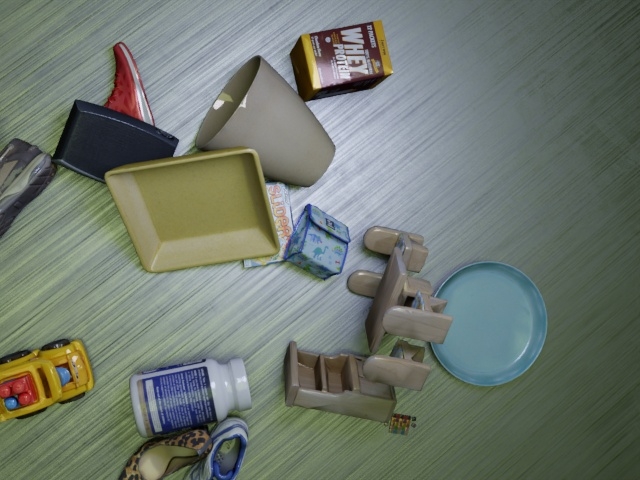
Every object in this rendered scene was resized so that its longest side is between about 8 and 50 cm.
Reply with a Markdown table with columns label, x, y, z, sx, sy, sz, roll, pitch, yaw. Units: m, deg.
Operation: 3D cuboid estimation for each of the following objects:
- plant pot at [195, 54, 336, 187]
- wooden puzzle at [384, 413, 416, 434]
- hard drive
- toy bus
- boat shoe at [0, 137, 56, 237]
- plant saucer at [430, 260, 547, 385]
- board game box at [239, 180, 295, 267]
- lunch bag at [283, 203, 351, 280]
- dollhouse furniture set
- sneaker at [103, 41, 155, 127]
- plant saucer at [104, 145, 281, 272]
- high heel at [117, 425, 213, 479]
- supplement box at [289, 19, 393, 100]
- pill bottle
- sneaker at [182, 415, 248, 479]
| label | x | y | z | sx | sy | sz | roll | pitch | yaw |
| --- | --- | --- | --- | --- | --- | --- | --- | --- | --- |
| plant pot | -0.109 | -0.247 | 1.898 | 0.274 | 0.256 | 0.256 | 34 | 85 | -23 |
| wooden puzzle | 0.202 | 0.466 | 2.051 | 0.083 | 0.006 | 0.049 | 11 | 88 | -10 |
| hard drive | -0.467 | -0.205 | 1.865 | 0.255 | 0.054 | 0.171 | 20 | 101 | -27 |
| toy bus | -0.633 | 0.317 | 1.809 | 0.220 | 0.211 | 0.149 | -17 | 91 | -11 |
| boat shoe | -0.763 | -0.086 | 1.840 | 0.130 | 0.132 | 0.355 | 40 | 75 | 2 |
| plant saucer | 0.423 | 0.211 | 2.071 | 0.318 | 0.044 | 0.317 | 0 | 89 | -10 |
| board game box | -0.135 | -0.042 | 1.979 | 0.136 | 0.035 | 0.201 | -9 | 92 | -9 |
| lunch bag | 0.000 | 0.000 | 1.963 | 0.129 | 0.096 | 0.151 | 31 | 57 | -24 |
| dollhouse furniture set | 0.089 | 0.202 | 1.868 | 0.257 | 0.362 | 0.394 | 13 | 118 | -11 |
| sneaker | -0.478 | -0.346 | 1.897 | 0.128 | 0.087 | 0.221 | -19 | 92 | -10 |
| plant saucer | -0.279 | -0.081 | 1.842 | 0.333 | 0.080 | 0.332 | -9 | 136 | 1 |
| high heel | -0.367 | 0.514 | 1.864 | 0.261 | 0.186 | 0.093 | -33 | 96 | -8 |
| supplement box | 0.046 | -0.423 | 1.930 | 0.194 | 0.191 | 0.129 | -13 | 93 | -10 |
| pill bottle | -0.302 | 0.360 | 1.892 | 0.265 | 0.153 | 0.153 | -11 | 92 | -9 |
| sneaker | -0.257 | 0.562 | 1.913 | 0.112 | 0.131 | 0.296 | 21 | 88 | -11 |
